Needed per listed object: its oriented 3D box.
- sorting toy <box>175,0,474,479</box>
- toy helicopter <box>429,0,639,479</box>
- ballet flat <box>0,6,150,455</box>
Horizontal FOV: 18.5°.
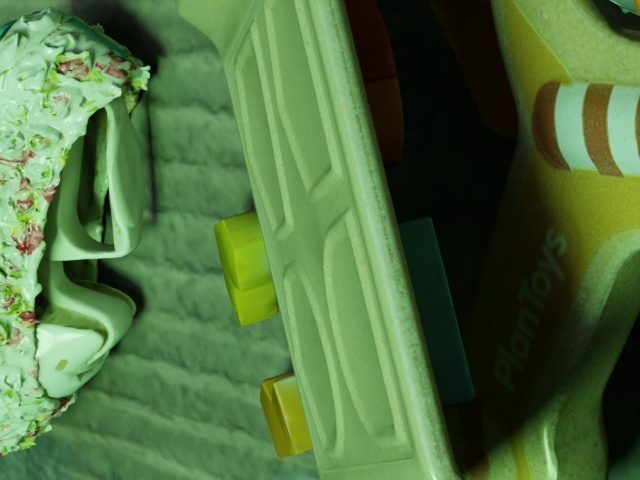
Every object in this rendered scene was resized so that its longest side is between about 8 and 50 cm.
[{"bbox_3d":[0.000,0.000,0.739,0.307,0.041,0.229,138,115,-78],"label":"sorting toy"},{"bbox_3d":[0.084,-0.041,0.660,0.235,0.140,0.355,41,132,31],"label":"toy helicopter"},{"bbox_3d":[-0.124,0.008,0.932,0.077,0.091,0.241,17,120,18],"label":"ballet flat"}]
